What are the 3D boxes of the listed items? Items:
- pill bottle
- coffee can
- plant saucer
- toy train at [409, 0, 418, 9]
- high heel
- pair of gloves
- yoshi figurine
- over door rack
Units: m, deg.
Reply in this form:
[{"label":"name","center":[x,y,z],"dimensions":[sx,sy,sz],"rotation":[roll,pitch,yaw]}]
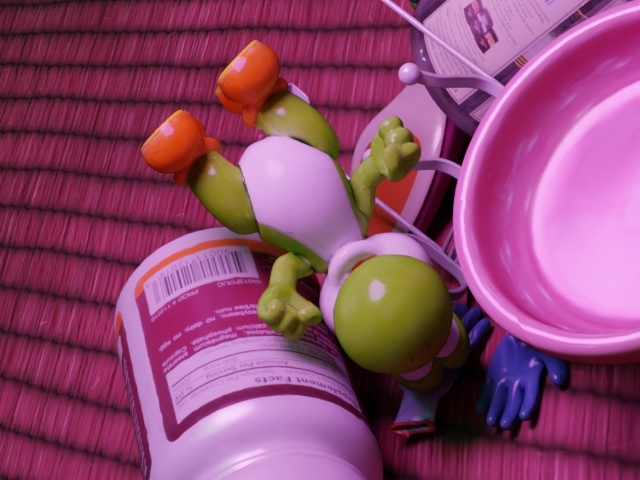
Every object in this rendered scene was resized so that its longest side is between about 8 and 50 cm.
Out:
[{"label":"pill bottle","center":[-0.066,0.183,1.766],"dimensions":[0.224,0.224,0.392],"rotation":[-37,36,13]},{"label":"coffee can","center":[0.247,-0.236,1.807],"dimensions":[0.275,0.201,0.201],"rotation":[-38,30,48]},{"label":"plant saucer","center":[0.269,-0.044,1.508],"dimensions":[0.332,0.084,0.332],"rotation":[-20,52,28]},{"label":"toy train","center":[0.184,-0.361,2.119],"dimensions":[0.248,0.143,0.105],"rotation":[-51,36,-6]},{"label":"high heel","center":[0.151,-0.134,2.009],"dimensions":[0.127,0.181,0.377],"rotation":[14,86,43]},{"label":"pair of gloves","center":[0.156,0.120,1.773],"dimensions":[0.198,0.023,0.159],"rotation":[-8,48,36]},{"label":"yoshi figurine","center":[0.009,-0.007,1.715],"dimensions":[0.203,0.362,0.203],"rotation":[-42,2,39]},{"label":"over door rack","center":[0.057,-0.119,1.830],"dimensions":[0.324,0.108,0.239],"rotation":[48,137,26]}]
